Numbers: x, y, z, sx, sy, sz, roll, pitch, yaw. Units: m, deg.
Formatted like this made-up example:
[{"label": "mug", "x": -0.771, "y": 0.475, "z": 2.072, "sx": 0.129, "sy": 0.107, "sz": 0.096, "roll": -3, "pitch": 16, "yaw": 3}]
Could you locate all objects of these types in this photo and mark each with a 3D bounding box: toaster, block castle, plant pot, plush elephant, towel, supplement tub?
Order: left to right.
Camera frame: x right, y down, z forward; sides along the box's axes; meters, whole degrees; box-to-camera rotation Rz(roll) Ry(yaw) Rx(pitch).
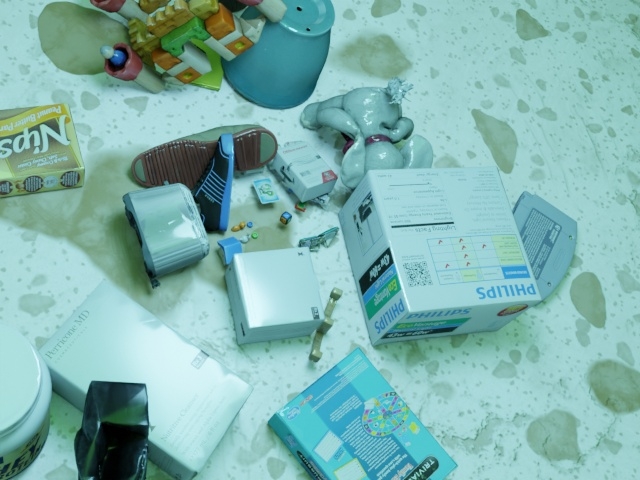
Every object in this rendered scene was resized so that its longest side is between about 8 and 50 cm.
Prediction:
[{"label": "supplement tub", "x": -0.603, "y": 0.294, "z": 1.494, "sx": 0.235, "sy": 0.325, "sz": 0.235, "roll": 8, "pitch": 61, "yaw": -15}, {"label": "toaster", "x": -0.338, "y": -0.020, "z": 1.855, "sx": 0.146, "sy": 0.129, "sz": 0.227, "roll": -19, "pitch": 75, "yaw": -13}, {"label": "block castle", "x": -0.330, "y": -0.576, "z": 1.984, "sx": 0.213, "sy": 0.453, "sz": 0.303, "roll": 26, "pitch": 44, "yaw": -59}, {"label": "towel", "x": -0.297, "y": -0.497, "z": 2.205, "sx": 0.102, "sy": 0.021, "sz": 0.237, "roll": 11, "pitch": 60, "yaw": -9}, {"label": "plant pot", "x": -0.090, "y": -0.521, "z": 2.135, "sx": 0.271, "sy": 0.255, "sz": 0.272, "roll": 10, "pitch": 60, "yaw": -19}, {"label": "plush elephant", "x": 0.127, "y": -0.234, "z": 2.079, "sx": 0.272, "sy": 0.330, "sz": 0.255, "roll": 7, "pitch": 79, "yaw": -23}]

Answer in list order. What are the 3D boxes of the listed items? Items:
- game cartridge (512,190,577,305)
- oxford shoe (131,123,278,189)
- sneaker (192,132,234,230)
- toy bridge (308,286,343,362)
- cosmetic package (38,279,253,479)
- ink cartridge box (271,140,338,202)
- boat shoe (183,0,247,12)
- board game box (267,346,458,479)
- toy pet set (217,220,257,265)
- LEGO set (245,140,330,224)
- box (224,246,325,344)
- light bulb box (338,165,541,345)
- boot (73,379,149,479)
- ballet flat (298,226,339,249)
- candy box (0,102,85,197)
[{"label": "game cartridge", "x": 0.562, "y": 0.023, "z": 2.199, "sx": 0.196, "sy": 0.060, "sz": 0.294, "roll": 32, "pitch": 58, "yaw": 4}, {"label": "oxford shoe", "x": -0.282, "y": -0.205, "z": 2.018, "sx": 0.348, "sy": 0.123, "sz": 0.130, "roll": -11, "pitch": 25, "yaw": -14}, {"label": "sneaker", "x": -0.249, "y": -0.135, "z": 1.935, "sx": 0.090, "sy": 0.081, "sz": 0.232, "roll": 5, "pitch": 100, "yaw": -7}, {"label": "toy bridge", "x": 0.010, "y": 0.194, "z": 1.911, "sx": 0.026, "sy": 0.063, "sz": 0.188, "roll": 24, "pitch": 57, "yaw": -6}, {"label": "cosmetic package", "x": -0.355, "y": 0.286, "z": 1.684, "sx": 0.385, "sy": 0.156, "sz": 0.217, "roll": 34, "pitch": 59, "yaw": 0}, {"label": "ink cartridge box", "x": -0.039, "y": -0.169, "z": 2.046, "sx": 0.099, "sy": 0.056, "sz": 0.135, "roll": -21, "pitch": 61, "yaw": -35}, {"label": "boat shoe", "x": -0.285, "y": -0.661, "z": 2.272, "sx": 0.190, "sy": 0.068, "sz": 0.072, "roll": -9, "pitch": 39, "yaw": -29}, {"label": "board game box", "x": 0.090, "y": 0.437, "z": 1.799, "sx": 0.254, "sy": 0.079, "sz": 0.336, "roll": -34, "pitch": 78, "yaw": -30}, {"label": "toy pet set", "x": -0.181, "y": 0.007, "z": 1.945, "sx": 0.114, "sy": 0.065, "sz": 0.122, "roll": -16, "pitch": 69, "yaw": -26}, {"label": "LEGO set", "x": -0.087, "y": -0.138, "z": 2.078, "sx": 0.182, "sy": 0.060, "sz": 0.244, "roll": -11, "pitch": 56, "yaw": -23}, {"label": "box", "x": -0.105, "y": 0.123, "z": 1.874, "sx": 0.182, "sy": 0.119, "sz": 0.181, "roll": -5, "pitch": 67, "yaw": -21}, {"label": "light bulb box", "x": 0.274, "y": 0.033, "z": 1.993, "sx": 0.358, "sy": 0.225, "sz": 0.361, "roll": -3, "pitch": 65, "yaw": -21}, {"label": "boot", "x": -0.338, "y": 0.469, "z": 1.419, "sx": 0.146, "sy": 0.445, "sz": 0.367, "roll": -7, "pitch": 65, "yaw": -22}, {"label": "ballet flat", "x": 0.000, "y": 0.000, "z": 2.032, "sx": 0.114, "sy": 0.041, "sz": 0.041, "roll": -21, "pitch": 71, "yaw": -27}, {"label": "candy box", "x": -0.702, "y": -0.195, "z": 1.862, "sx": 0.316, "sy": 0.087, "sz": 0.183, "roll": -10, "pitch": 67, "yaw": -24}]
